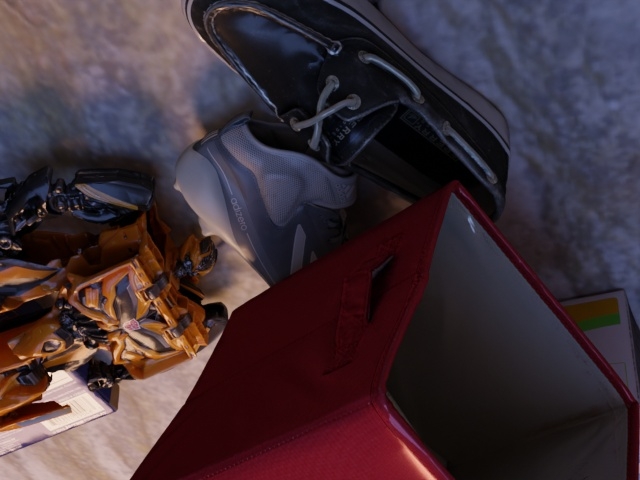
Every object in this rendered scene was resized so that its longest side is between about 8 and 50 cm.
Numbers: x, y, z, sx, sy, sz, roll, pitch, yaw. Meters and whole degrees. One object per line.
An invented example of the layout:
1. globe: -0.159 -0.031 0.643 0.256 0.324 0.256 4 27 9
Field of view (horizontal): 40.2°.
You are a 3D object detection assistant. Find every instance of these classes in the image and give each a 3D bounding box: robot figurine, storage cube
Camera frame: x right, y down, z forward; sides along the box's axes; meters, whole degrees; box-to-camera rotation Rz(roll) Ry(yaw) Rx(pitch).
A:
1. robot figurine: -0.211 0.059 0.631 0.291 0.085 0.211 -17 131 7
2. storage cube: 0.041 0.121 0.485 0.193 0.184 0.215 -30 109 34

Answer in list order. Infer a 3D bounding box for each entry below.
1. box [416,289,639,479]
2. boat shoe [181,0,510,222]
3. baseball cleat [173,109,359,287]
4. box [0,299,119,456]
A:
1. box: 0.141 0.128 0.651 0.203 0.103 0.114 -14 130 24
2. boat shoe: 0.020 -0.081 0.489 0.219 0.070 0.078 28 133 -16
3. baseball cleat: 0.000 0.000 0.576 0.109 0.072 0.206 -30 127 26
4. box: -0.287 0.092 0.728 0.136 0.036 0.225 -22 131 12
